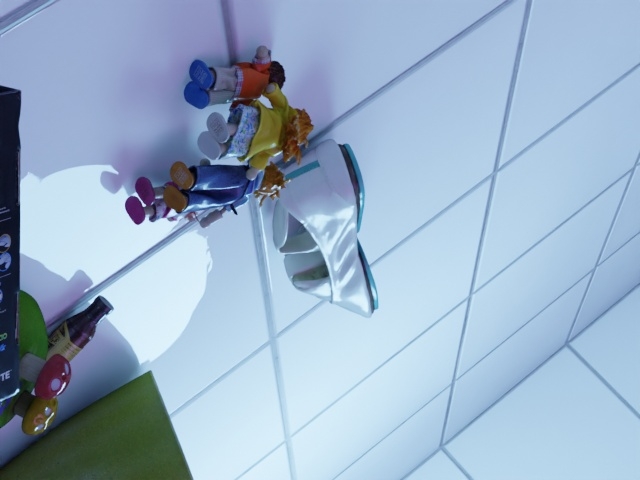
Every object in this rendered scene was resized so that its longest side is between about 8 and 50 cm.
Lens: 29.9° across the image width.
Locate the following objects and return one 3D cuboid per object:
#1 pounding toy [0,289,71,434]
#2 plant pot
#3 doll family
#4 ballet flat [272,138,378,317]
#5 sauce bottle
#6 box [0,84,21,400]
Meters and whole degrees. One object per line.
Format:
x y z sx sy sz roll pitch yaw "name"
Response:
-0.342 0.180 1.310 0.237 0.110 0.183 -63 172 -12 "pounding toy"
-0.318 0.359 1.634 0.293 0.275 0.275 -21 153 -10 "plant pot"
-0.093 -0.088 1.347 0.163 0.118 0.263 -13 143 -51 "doll family"
0.000 0.000 1.682 0.139 0.139 0.400 -37 153 -14 "ballet flat"
-0.306 0.119 1.465 0.128 0.042 0.042 -45 158 1 "sauce bottle"
-0.367 0.033 0.966 0.295 0.073 0.293 -26 124 -55 "box"
